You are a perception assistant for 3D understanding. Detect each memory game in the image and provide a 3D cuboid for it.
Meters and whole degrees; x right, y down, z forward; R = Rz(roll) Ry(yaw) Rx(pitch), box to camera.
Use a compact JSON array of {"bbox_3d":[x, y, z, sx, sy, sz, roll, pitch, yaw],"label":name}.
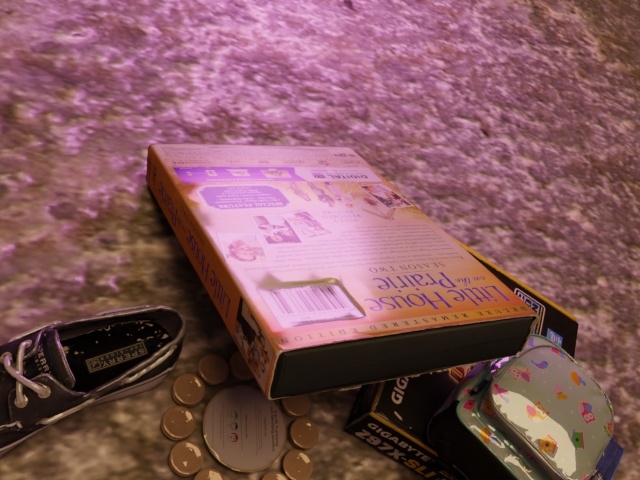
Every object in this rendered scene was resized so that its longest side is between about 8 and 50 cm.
[{"bbox_3d":[-0.086,0.209,0.762,0.186,0.012,0.186,15,52,-20],"label":"memory game"}]

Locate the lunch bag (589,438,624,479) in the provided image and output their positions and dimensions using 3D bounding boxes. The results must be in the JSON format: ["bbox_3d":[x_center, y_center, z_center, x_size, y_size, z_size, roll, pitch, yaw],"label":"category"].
[{"bbox_3d":[0.356,0.296,0.910,0.065,0.067,0.098,46,50,7],"label":"lunch bag"}]

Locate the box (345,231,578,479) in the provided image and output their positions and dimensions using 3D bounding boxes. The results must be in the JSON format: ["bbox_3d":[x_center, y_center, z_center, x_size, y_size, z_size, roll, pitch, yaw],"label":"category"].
[{"bbox_3d":[0.203,0.172,0.907,0.257,0.079,0.322,34,48,-6],"label":"box"}]

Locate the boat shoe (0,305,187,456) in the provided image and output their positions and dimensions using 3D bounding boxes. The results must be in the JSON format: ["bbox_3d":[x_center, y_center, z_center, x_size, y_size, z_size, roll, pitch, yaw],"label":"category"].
[{"bbox_3d":[-0.267,0.132,0.655,0.301,0.102,0.108,-13,66,-35],"label":"boat shoe"}]

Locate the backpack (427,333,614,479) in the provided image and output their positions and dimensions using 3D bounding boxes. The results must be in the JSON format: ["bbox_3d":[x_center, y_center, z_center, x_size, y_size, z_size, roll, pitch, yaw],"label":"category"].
[{"bbox_3d":[0.236,0.196,0.766,0.166,0.144,0.188,43,45,11],"label":"backpack"}]

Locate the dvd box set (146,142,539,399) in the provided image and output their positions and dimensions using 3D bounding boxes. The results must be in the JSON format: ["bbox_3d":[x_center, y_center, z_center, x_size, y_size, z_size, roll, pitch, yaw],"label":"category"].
[{"bbox_3d":[0.000,0.000,0.796,0.307,0.062,0.420,-4,33,-29],"label":"dvd box set"}]
